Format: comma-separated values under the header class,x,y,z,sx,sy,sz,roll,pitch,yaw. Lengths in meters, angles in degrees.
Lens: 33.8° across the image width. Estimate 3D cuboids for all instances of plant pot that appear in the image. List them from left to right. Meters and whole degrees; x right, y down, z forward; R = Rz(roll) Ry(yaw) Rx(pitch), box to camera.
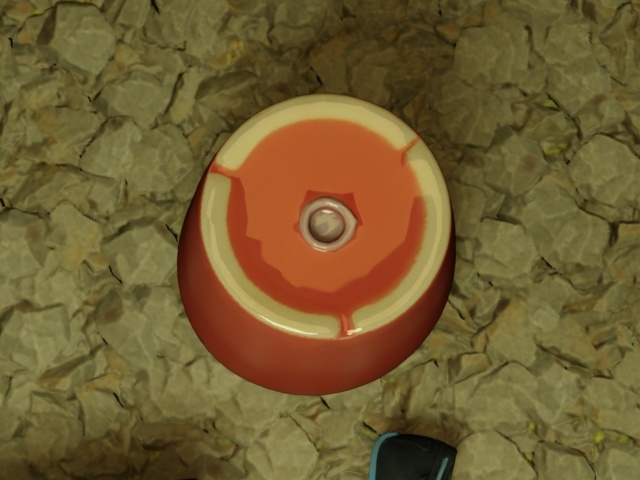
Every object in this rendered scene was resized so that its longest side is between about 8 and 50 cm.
class,x,y,z,sx,sy,sz,roll,pitch,yaw
plant pot,0.000,0.000,0.919,0.275,0.243,0.274,0,81,-2

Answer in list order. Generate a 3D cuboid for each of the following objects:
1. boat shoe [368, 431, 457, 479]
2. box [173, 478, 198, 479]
class,x,y,z,sx,sy,sz,roll,pitch,yaw
boat shoe,0.082,0.303,0.937,0.089,0.109,0.258,2,83,10
box,-0.222,0.304,0.911,0.247,0.142,0.163,-7,82,-2
